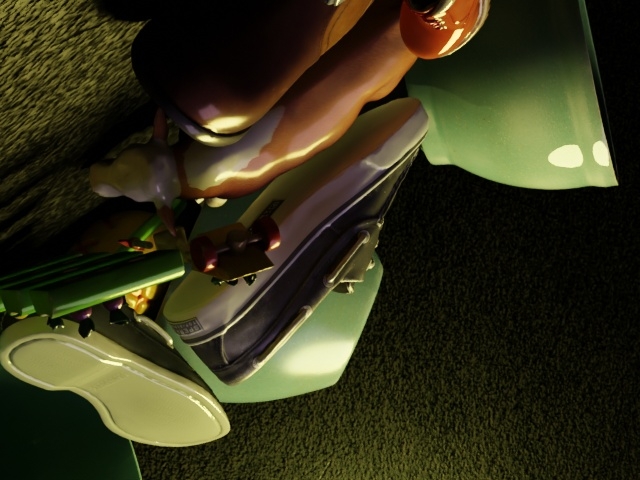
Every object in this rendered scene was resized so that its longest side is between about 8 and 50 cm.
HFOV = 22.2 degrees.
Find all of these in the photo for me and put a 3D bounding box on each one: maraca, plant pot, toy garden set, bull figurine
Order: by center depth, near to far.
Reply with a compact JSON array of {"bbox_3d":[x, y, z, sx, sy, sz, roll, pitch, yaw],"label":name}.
[{"bbox_3d":[-0.162,0.033,1.311,0.204,0.049,0.244,-18,-172,-28],"label":"toy garden set"},{"bbox_3d":[-0.047,-0.105,1.370,0.310,0.101,0.188,-32,-176,-6],"label":"bull figurine"},{"bbox_3d":[-0.333,0.233,1.489,0.235,0.293,0.293,-24,-179,15],"label":"plant pot"},{"bbox_3d":[-0.186,0.015,1.592,0.185,0.099,0.127,-49,-178,-27],"label":"maraca"},{"bbox_3d":[-0.049,0.051,1.697,0.290,0.195,0.290,-157,-90,-88],"label":"plant pot"},{"bbox_3d":[0.195,-0.182,1.743,0.196,0.293,0.293,-12,-177,12],"label":"plant pot"}]

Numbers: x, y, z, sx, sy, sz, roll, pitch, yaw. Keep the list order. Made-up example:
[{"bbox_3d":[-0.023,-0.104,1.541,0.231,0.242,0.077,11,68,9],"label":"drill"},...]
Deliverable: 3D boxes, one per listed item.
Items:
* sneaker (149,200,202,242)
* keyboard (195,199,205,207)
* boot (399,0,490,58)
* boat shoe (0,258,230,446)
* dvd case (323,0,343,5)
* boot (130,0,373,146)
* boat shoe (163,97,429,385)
[{"bbox_3d":[-0.197,0.007,1.770,0.188,0.067,0.078,-38,164,-41],"label":"sneaker"},{"bbox_3d":[-0.098,-0.074,1.961,0.317,0.033,0.201,-37,171,8],"label":"keyboard"},{"bbox_3d":[0.073,-0.159,1.044,0.084,0.059,0.158,-45,169,-32],"label":"boot"},{"bbox_3d":[-0.183,0.108,1.514,0.114,0.091,0.302,-20,146,18],"label":"boat shoe"},{"bbox_3d":[0.074,-0.238,0.825,0.179,0.029,0.238,-37,163,-22],"label":"dvd case"},{"bbox_3d":[0.030,-0.189,0.990,0.280,0.096,0.264,-41,176,31],"label":"boot"},{"bbox_3d":[0.000,0.000,1.399,0.301,0.102,0.108,-47,-155,-24],"label":"boat shoe"}]
